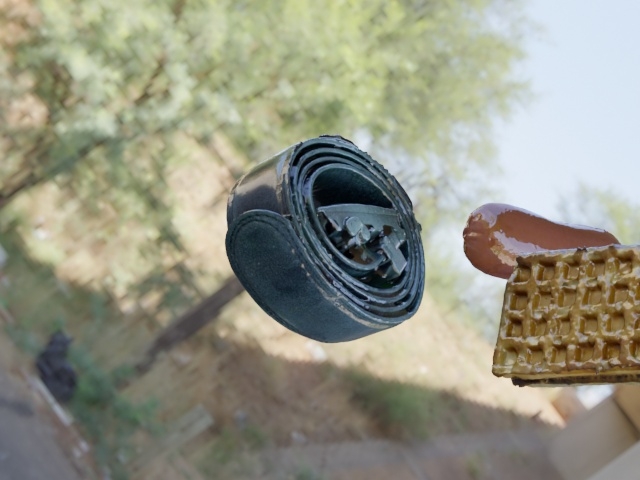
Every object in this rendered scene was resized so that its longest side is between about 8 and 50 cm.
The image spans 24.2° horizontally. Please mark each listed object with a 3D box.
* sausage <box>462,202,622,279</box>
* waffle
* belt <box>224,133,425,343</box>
[{"bbox_3d":[0.232,0.012,1.534,0.194,0.077,0.077,13,15,-23],"label":"sausage"},{"bbox_3d":[0.199,0.057,1.082,0.148,0.102,0.042,-6,-25,43],"label":"waffle"},{"bbox_3d":[0.000,0.000,1.547,0.267,0.116,0.206,18,56,-50],"label":"belt"}]
